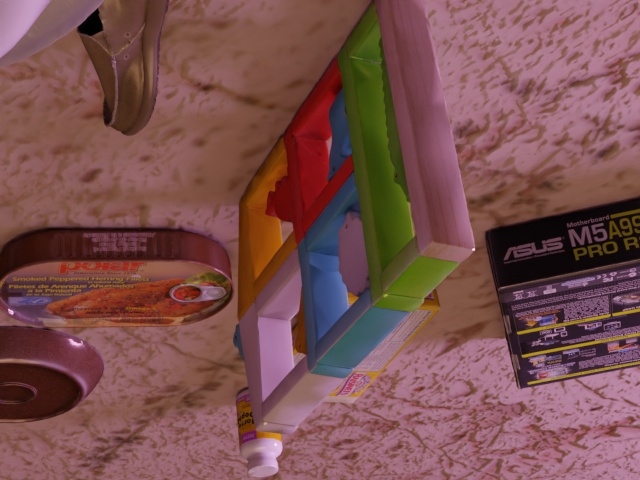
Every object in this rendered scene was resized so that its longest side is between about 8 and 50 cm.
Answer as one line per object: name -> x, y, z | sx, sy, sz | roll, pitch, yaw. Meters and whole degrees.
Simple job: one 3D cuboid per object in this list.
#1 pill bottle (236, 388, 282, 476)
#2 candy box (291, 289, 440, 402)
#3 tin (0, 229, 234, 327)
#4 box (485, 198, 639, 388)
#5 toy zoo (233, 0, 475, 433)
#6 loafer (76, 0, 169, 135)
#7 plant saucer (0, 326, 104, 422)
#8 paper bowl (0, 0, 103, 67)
pill bottle -> -0.061, 0.194, 1.163 | 0.043, 0.083, 0.043 | -6, 148, -4
candy box -> 0.021, 0.099, 1.082 | 0.105, 0.027, 0.206 | 4, 147, -23
tin -> -0.165, 0.031, 0.927 | 0.189, 0.040, 0.106 | 1, 151, -13
box -> 0.291, 0.040, 1.015 | 0.270, 0.060, 0.216 | -12, 149, 9
toy zoo -> 0.000, 0.000, 0.764 | 0.030, 0.192, 0.293 | 9, 145, -24
loafer -> -0.119, -0.123, 0.677 | 0.050, 0.056, 0.148 | 2, 137, -14
plant saucer -> -0.286, 0.131, 1.071 | 0.168, 0.029, 0.168 | -6, 149, -3
paper bowl -> -0.216, -0.169, 0.494 | 0.284, 0.148, 0.284 | -5, 149, -3
